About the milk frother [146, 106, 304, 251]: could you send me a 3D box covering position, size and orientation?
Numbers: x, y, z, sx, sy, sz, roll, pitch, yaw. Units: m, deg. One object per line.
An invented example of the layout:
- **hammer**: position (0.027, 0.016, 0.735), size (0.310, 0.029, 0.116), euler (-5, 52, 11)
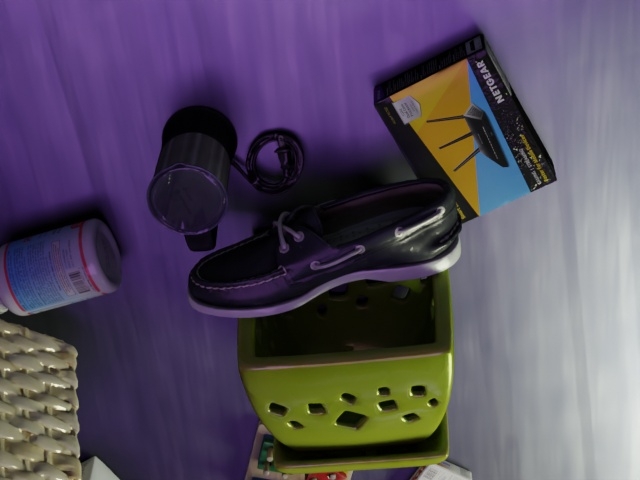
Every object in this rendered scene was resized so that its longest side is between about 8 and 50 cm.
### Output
- **milk frother**: position (-0.098, -0.069, 1.416), size (0.143, 0.135, 0.129), euler (-21, 120, 14)

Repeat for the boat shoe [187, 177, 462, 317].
- **boat shoe**: position (0.000, 0.000, 1.419), size (0.302, 0.114, 0.091), euler (-16, 129, -9)

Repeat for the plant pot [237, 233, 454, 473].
- **plant pot**: position (0.038, 0.129, 1.491), size (0.228, 0.227, 0.207), euler (-5, 128, 6)

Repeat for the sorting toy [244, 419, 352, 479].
- **sorting toy**: position (-0.025, 0.294, 1.692), size (0.132, 0.046, 0.274), euler (11, 121, -6)

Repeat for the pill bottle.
- **pill bottle**: position (-0.313, 0.035, 1.515), size (0.160, 0.087, 0.087), euler (-15, 120, 11)

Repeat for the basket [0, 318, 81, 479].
- **basket**: position (-0.462, 0.245, 1.448), size (0.331, 0.328, 0.266), euler (26, 129, -37)

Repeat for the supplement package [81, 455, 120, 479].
- **supplement package**: position (-0.351, 0.411, 1.720), size (0.244, 0.139, 0.134), euler (-30, 117, 17)

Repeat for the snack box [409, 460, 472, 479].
- **snack box**: position (0.124, 0.354, 1.740), size (0.064, 0.022, 0.178), euler (25, 119, -14)

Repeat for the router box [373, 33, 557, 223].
- **router box**: position (0.156, -0.114, 1.433), size (0.133, 0.046, 0.179), euler (-26, 118, 17)
